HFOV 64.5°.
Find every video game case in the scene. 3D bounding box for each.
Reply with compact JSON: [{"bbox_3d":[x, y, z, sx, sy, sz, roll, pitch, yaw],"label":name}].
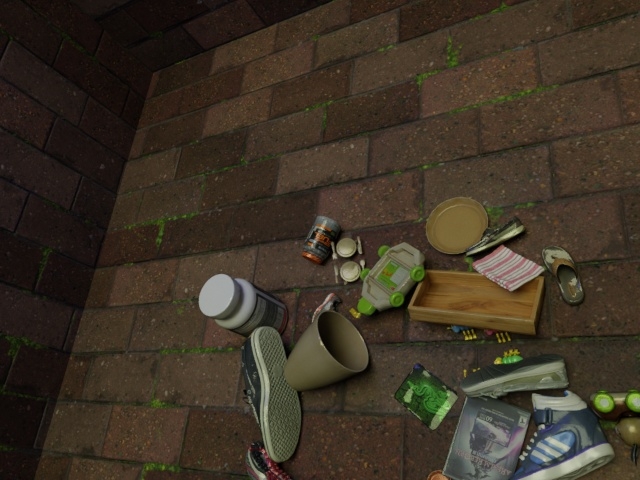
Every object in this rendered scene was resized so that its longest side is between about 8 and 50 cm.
[{"bbox_3d":[0.509,0.623,1.557,0.196,0.026,0.274,18,75,16],"label":"video game case"}]

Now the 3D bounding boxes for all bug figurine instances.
[{"bbox_3d":[0.544,0.359,1.681,0.216,0.072,0.279,-20,57,22],"label":"bug figurine"}]

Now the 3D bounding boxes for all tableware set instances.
[{"bbox_3d":[0.119,0.083,2.108,0.128,0.039,0.194,-12,65,10],"label":"tableware set"}]

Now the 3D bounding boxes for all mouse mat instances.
[{"bbox_3d":[0.362,0.535,1.747,0.189,0.007,0.153,34,86,38],"label":"mouse mat"}]

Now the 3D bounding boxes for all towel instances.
[{"bbox_3d":[0.634,0.091,1.726,0.144,0.029,0.197,-30,33,-13],"label":"towel"}]

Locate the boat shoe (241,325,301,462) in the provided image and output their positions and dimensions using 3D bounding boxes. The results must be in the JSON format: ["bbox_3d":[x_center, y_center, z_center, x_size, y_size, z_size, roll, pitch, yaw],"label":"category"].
[{"bbox_3d":[-0.201,0.588,1.953,0.156,0.186,0.500,-30,65,38],"label":"boat shoe"}]

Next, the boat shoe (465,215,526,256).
[{"bbox_3d":[0.615,-0.014,1.813,0.223,0.080,0.073,-27,75,11],"label":"boat shoe"}]

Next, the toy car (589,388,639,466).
[{"bbox_3d":[0.832,0.509,1.385,0.148,0.155,0.189,-11,73,27],"label":"toy car"}]

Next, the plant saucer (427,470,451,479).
[{"bbox_3d":[0.378,0.775,1.608,0.083,0.013,0.084,-14,60,25],"label":"plant saucer"}]

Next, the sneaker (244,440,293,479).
[{"bbox_3d":[-0.180,0.886,1.852,0.299,0.120,0.112,52,127,37],"label":"sneaker"}]

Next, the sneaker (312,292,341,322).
[{"bbox_3d":[0.027,0.289,2.050,0.065,0.061,0.158,32,86,32],"label":"sneaker"}]

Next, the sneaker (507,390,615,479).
[{"bbox_3d":[0.650,0.577,1.481,0.322,0.130,0.236,-35,43,18],"label":"sneaker"}]

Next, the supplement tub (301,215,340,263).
[{"bbox_3d":[0.000,0.000,2.177,0.117,0.117,0.190,17,76,37],"label":"supplement tub"}]

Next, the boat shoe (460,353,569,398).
[{"bbox_3d":[0.592,0.432,1.550,0.320,0.118,0.103,-15,92,1],"label":"boat shoe"}]

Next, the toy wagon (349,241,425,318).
[{"bbox_3d":[0.245,0.163,1.923,0.344,0.068,0.267,-52,27,0],"label":"toy wagon"}]

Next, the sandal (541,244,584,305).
[{"bbox_3d":[0.794,0.106,1.660,0.090,0.060,0.219,-20,57,22],"label":"sandal"}]

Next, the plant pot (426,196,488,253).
[{"bbox_3d":[0.521,-0.053,1.932,0.236,0.032,0.236,-14,61,26],"label":"plant pot"}]

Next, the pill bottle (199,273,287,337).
[{"bbox_3d":[-0.311,0.277,2.071,0.210,0.363,0.210,-15,59,26],"label":"pill bottle"}]

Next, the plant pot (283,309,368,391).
[{"bbox_3d":[-0.004,0.444,1.896,0.274,0.256,0.257,-44,49,26],"label":"plant pot"}]

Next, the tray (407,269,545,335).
[{"bbox_3d":[0.527,0.202,1.723,0.410,0.076,0.203,1,40,33],"label":"tray"}]
